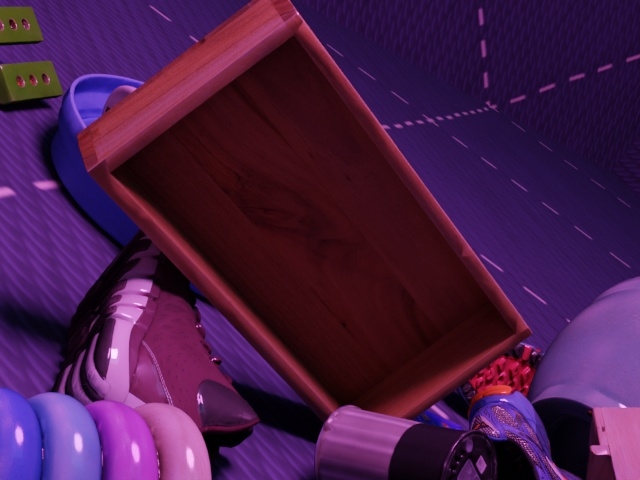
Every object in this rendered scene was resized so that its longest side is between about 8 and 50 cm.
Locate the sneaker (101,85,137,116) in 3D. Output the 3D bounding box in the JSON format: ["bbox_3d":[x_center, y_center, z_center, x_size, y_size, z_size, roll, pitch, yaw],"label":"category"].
[{"bbox_3d":[-0.122,-0.083,1.310,0.121,0.079,0.217,14,26,-45],"label":"sneaker"}]

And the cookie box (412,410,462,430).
[{"bbox_3d":[0.098,0.202,1.273,0.107,0.040,0.092,28,20,-23],"label":"cookie box"}]

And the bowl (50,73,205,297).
[{"bbox_3d":[-0.128,-0.048,1.470,0.391,0.077,0.391,31,18,-11],"label":"bowl"}]

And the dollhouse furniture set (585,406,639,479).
[{"bbox_3d":[0.386,0.341,1.181,0.303,0.356,0.174,1,33,3],"label":"dollhouse furniture set"}]

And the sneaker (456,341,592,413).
[{"bbox_3d":[0.224,0.168,1.551,0.262,0.104,0.125,24,2,-42],"label":"sneaker"}]

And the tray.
[{"bbox_3d":[0.000,0.000,1.122,0.411,0.203,0.076,50,6,-34],"label":"tray"}]

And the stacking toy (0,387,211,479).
[{"bbox_3d":[-0.232,0.131,0.732,0.330,0.141,0.141,18,23,-31],"label":"stacking toy"}]

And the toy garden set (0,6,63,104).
[{"bbox_3d":[-0.399,-0.262,1.439,0.204,0.049,0.244,-26,97,-67],"label":"toy garden set"}]

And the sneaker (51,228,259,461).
[{"bbox_3d":[-0.123,0.100,1.081,0.162,0.106,0.281,38,24,-16],"label":"sneaker"}]

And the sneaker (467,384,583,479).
[{"bbox_3d":[0.208,0.249,1.250,0.221,0.083,0.087,51,28,0],"label":"sneaker"}]

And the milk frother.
[{"bbox_3d":[0.058,0.222,1.076,0.134,0.129,0.143,5,28,40],"label":"milk frother"}]

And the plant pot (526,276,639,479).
[{"bbox_3d":[0.326,0.205,1.352,0.196,0.293,0.293,-23,54,-38],"label":"plant pot"}]
